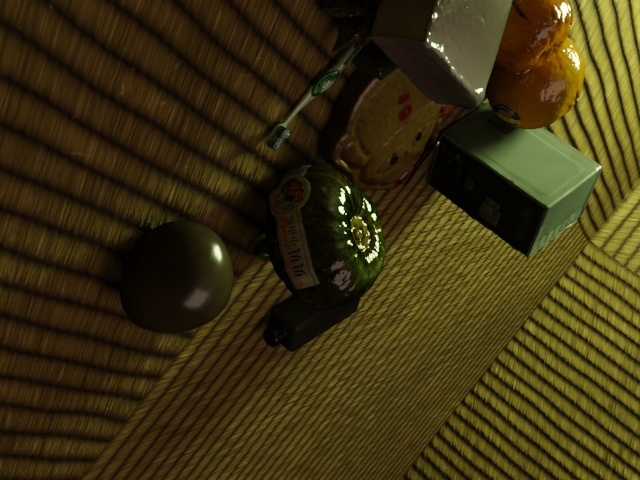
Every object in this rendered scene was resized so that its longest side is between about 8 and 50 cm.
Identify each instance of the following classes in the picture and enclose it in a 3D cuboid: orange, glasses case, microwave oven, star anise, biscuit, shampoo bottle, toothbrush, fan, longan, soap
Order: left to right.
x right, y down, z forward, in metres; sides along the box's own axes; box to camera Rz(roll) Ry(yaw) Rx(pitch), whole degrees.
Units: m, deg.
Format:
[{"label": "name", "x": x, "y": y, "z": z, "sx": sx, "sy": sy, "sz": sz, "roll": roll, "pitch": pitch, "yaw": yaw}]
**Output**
[{"label": "longan", "x": -0.224, "y": 0.061, "z": 1.568, "sx": 0.189, "sy": 0.189, "sz": 0.189, "roll": -38, "pitch": 152, "yaw": -25}, {"label": "shampoo bottle", "x": -0.021, "y": 0.154, "z": 2.109, "sx": 0.246, "sy": 0.080, "sz": 0.079, "roll": -30, "pitch": 146, "yaw": -38}, {"label": "toothbrush", "x": 0.009, "y": -0.270, "z": 1.660, "sx": 0.304, "sy": 0.030, "sz": 0.030, "roll": -51, "pitch": 155, "yaw": -6}, {"label": "star anise", "x": 0.079, "y": -0.374, "z": 1.583, "sx": 0.182, "sy": 0.065, "sz": 0.195, "roll": -47, "pitch": 156, "yaw": -8}, {"label": "biscuit", "x": 0.146, "y": -0.231, "z": 1.894, "sx": 0.359, "sy": 0.074, "sz": 0.381, "roll": -41, "pitch": 150, "yaw": -15}, {"label": "glasses case", "x": 0.144, "y": -0.348, "z": 1.716, "sx": 0.191, "sy": 0.072, "sz": 0.042, "roll": -40, "pitch": 146, "yaw": -22}, {"label": "fan", "x": 0.219, "y": -0.173, "z": 2.043, "sx": 0.132, "sy": 0.009, "sz": 0.220, "roll": -55, "pitch": 180, "yaw": -9}, {"label": "soap", "x": 0.215, "y": -0.394, "z": 1.594, "sx": 0.285, "sy": 0.107, "sz": 0.296, "roll": 31, "pitch": 75, "yaw": -58}, {"label": "microwave oven", "x": 0.417, "y": -0.136, "z": 2.186, "sx": 0.237, "sy": 0.295, "sz": 0.181, "roll": -34, "pitch": 150, "yaw": -32}, {"label": "orange", "x": 0.392, "y": -0.421, "z": 1.926, "sx": 0.193, "sy": 0.161, "sz": 0.193, "roll": -37, "pitch": 163, "yaw": -13}, {"label": "orange", "x": 0.452, "y": -0.340, "z": 2.107, "sx": 0.219, "sy": 0.193, "sz": 0.219, "roll": -46, "pitch": 146, "yaw": -43}]

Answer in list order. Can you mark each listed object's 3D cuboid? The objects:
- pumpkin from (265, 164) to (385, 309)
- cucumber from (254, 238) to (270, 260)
[{"label": "pumpkin", "x": -0.003, "y": 0.000, "z": 1.769, "sx": 0.189, "sy": 0.260, "sz": 0.260, "roll": -15, "pitch": 172, "yaw": 30}, {"label": "cucumber", "x": -0.033, "y": -0.012, "z": 1.897, "sx": 0.250, "sy": 0.056, "sz": 0.056, "roll": -26, "pitch": 145, "yaw": -37}]
